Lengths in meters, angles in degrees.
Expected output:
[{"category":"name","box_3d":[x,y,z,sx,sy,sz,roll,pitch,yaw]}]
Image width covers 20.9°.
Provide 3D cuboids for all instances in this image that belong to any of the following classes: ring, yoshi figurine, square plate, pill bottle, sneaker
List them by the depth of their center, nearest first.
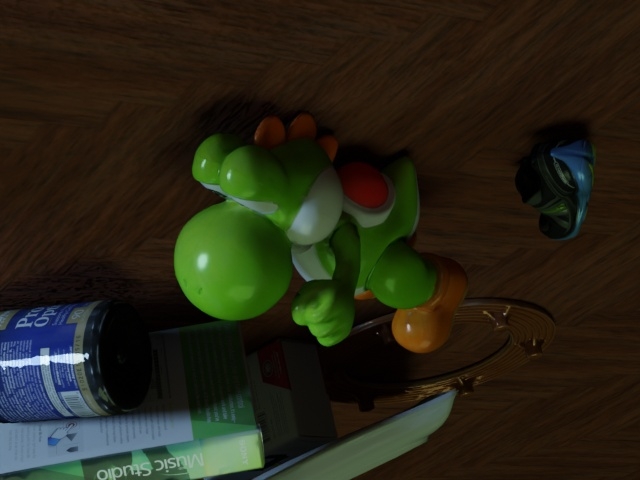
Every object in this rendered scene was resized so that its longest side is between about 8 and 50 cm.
[{"category":"yoshi figurine","box_3d":[-0.020,0.018,1.660,0.204,0.203,0.362,-17,154,29]},{"category":"sneaker","box_3d":[0.238,-0.057,1.776,0.078,0.067,0.188,8,160,8]},{"category":"pill bottle","box_3d":[-0.300,0.131,1.845,0.219,0.122,0.123,-6,160,22]},{"category":"square plate","box_3d":[-0.004,0.284,2.154,0.347,0.049,0.344,-24,174,-9]},{"category":"ring","box_3d":[0.139,0.155,2.235,0.337,0.032,0.336,-10,156,-5]}]

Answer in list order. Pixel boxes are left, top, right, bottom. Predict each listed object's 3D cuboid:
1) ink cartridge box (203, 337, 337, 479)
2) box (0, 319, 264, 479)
[{"category":"ink cartridge box","box_3d":[-0.075,0.212,2.146,0.175,0.127,0.072,-29,154,37]},{"category":"box","box_3d":[-0.232,0.192,1.920,0.322,0.232,0.058,-10,120,-3]}]
